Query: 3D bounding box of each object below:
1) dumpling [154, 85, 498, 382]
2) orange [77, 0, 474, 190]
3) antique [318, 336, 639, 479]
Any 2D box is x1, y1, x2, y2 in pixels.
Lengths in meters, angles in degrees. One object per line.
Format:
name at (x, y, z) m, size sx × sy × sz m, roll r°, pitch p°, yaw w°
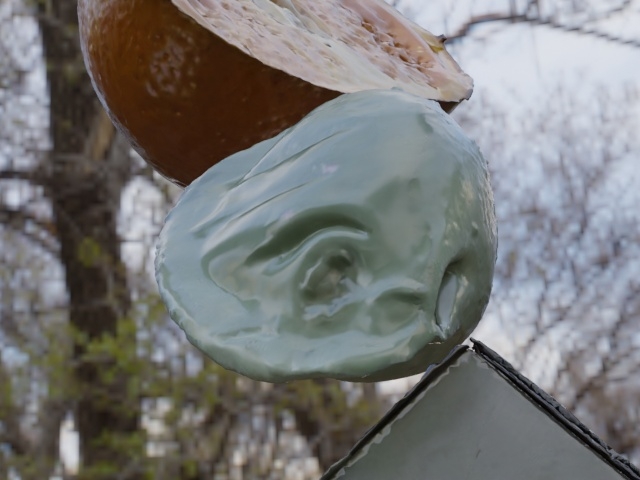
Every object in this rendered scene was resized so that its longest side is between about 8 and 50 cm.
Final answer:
dumpling at (0.013, 0.008, 0.809) m, size 0.153 × 0.219 × 0.108 m, roll -32°, pitch -69°, yaw 22°
orange at (-0.034, -0.144, 1.313) m, size 0.310 × 0.274 × 0.274 m, roll -39°, pitch -11°, yaw -35°
antique at (0.068, 0.151, 0.648) m, size 0.148 × 0.147 × 0.152 m, roll -41°, pitch -34°, yaw -11°
